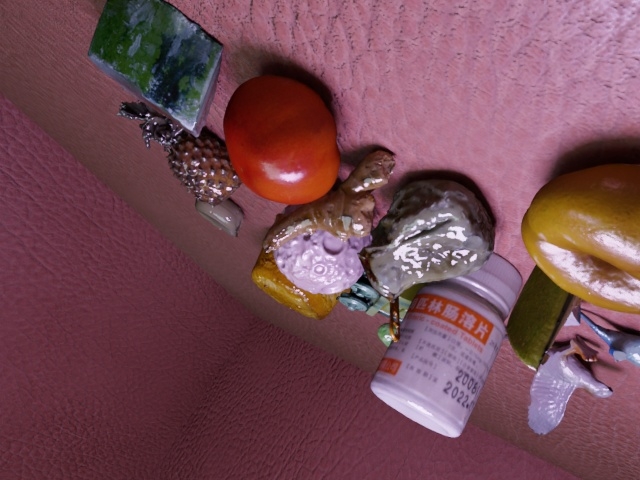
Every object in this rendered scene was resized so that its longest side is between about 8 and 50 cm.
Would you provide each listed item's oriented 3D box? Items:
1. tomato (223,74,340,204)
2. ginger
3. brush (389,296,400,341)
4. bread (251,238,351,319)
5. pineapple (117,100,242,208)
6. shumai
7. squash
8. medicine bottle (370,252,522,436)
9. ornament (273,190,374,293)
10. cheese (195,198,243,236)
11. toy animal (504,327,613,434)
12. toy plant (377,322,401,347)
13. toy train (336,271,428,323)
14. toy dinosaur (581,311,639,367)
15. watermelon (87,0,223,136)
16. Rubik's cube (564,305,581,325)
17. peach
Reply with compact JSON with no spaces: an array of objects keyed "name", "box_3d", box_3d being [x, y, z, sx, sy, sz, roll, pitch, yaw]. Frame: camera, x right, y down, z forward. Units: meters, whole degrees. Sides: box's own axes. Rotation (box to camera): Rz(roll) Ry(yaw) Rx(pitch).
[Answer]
[{"name":"tomato","box_3d":[-0.079,-0.178,0.905,0.260,0.180,0.260,49,158,27]},{"name":"ginger","box_3d":[0.018,-0.059,0.976,0.333,0.081,0.148,-21,88,28]},{"name":"brush","box_3d":[0.165,0.084,1.064,0.017,0.314,0.090,-19,134,28]},{"name":"bread","box_3d":[-0.073,0.140,1.698,0.358,0.204,0.337,14,159,39]},{"name":"pineapple","box_3d":[-0.366,-0.256,1.277,0.361,0.175,0.175,49,158,-13]},{"name":"shumai","box_3d":[0.206,0.016,0.926,0.225,0.222,0.260,38,156,-7]},{"name":"squash","box_3d":[0.394,0.133,0.850,0.093,0.252,0.169,22,159,32]},{"name":"medicine bottle","box_3d":[0.280,0.209,1.039,0.211,0.371,0.211,28,161,10]},{"name":"ornament","box_3d":[0.000,0.000,1.147,0.225,0.259,0.259,26,163,-11]},{"name":"cheese","box_3d":[-0.370,-0.107,1.732,0.202,0.091,0.175,33,162,6]},{"name":"toy animal","box_3d":[0.583,0.296,1.226,0.284,0.225,0.302,49,153,18]},{"name":"toy plant","box_3d":[0.338,0.380,1.578,0.317,0.211,0.356,5,158,5]},{"name":"toy train","box_3d":[0.193,0.132,1.332,0.253,0.160,0.397,23,162,3]},{"name":"toy dinosaur","box_3d":[0.652,0.229,0.944,0.329,0.076,0.144,29,-167,10]},{"name":"watermelon","box_3d":[-0.336,-0.339,1.008,0.264,0.151,0.302,32,161,1]},{"name":"Rubik's cube","box_3d":[0.486,0.132,0.975,0.073,0.075,0.084,-13,118,44]},{"name":"peach","box_3d":[0.411,-0.002,0.662,0.251,0.153,0.251,23,154,12]}]
